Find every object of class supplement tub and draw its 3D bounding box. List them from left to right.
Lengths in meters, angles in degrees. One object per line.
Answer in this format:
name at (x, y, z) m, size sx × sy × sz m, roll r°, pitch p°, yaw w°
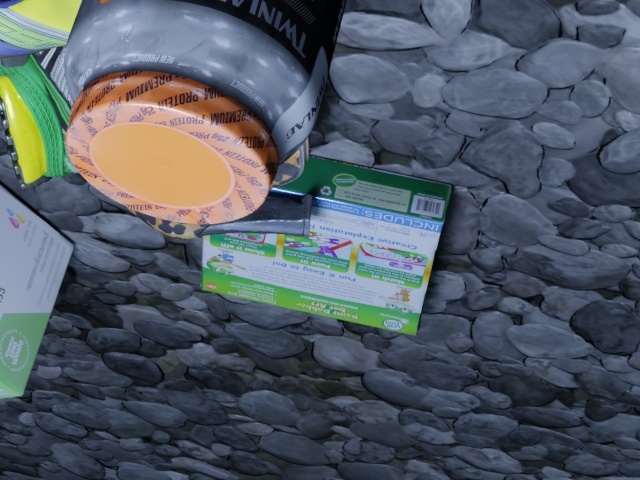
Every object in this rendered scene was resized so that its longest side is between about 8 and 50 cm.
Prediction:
supplement tub at (-0.078, -0.183, 1.339) m, size 0.194 × 0.316 × 0.193 m, roll 9°, pitch 150°, yaw 6°

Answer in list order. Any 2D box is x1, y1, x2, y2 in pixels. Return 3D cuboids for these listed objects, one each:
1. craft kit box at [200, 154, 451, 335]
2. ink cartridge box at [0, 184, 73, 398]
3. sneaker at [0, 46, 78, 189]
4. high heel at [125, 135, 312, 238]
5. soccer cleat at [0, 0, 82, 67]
craft kit box at (0.000, 0.000, 1.873) m, size 0.250 × 0.061 × 0.246 m, roll 12°, pitch 147°, yaw 2°
ink cartridge box at (-0.443, 0.004, 1.900) m, size 0.119 × 0.207 × 0.353 m, roll -9°, pitch 143°, yaw 35°
sneaker at (-0.236, -0.193, 1.605) m, size 0.146 × 0.134 × 0.343 m, roll -13°, pitch 145°, yaw -6°
high heel at (-0.102, -0.097, 1.671) m, size 0.186 × 0.093 × 0.261 m, roll 2°, pitch 136°, yaw 2°
soccer cleat at (-0.182, -0.214, 1.447) m, size 0.289 × 0.093 × 0.121 m, roll -13°, pitch 142°, yaw -27°
